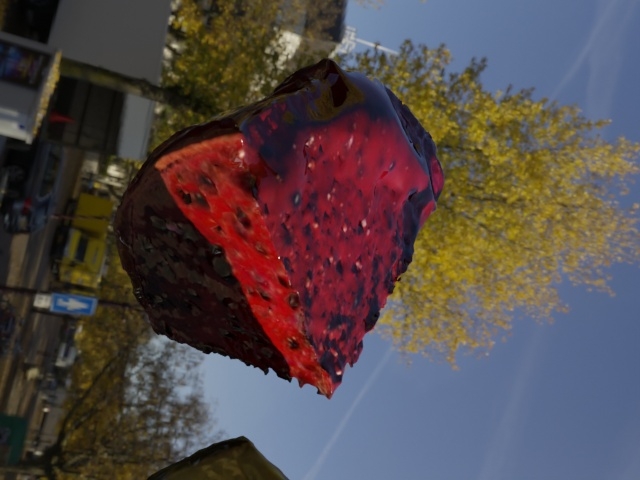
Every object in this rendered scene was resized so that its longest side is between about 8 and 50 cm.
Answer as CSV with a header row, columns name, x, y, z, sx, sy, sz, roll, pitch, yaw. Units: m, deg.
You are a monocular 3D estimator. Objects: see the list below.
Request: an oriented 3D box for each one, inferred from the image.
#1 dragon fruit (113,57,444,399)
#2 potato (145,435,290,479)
name,x,y,z,sx,sy,sz,roll,pitch,yaw
dragon fruit,0.000,0.000,0.610,0.302,0.330,0.240,-27,-94,49
potato,-0.134,0.382,0.597,0.280,0.330,0.213,35,-42,47
